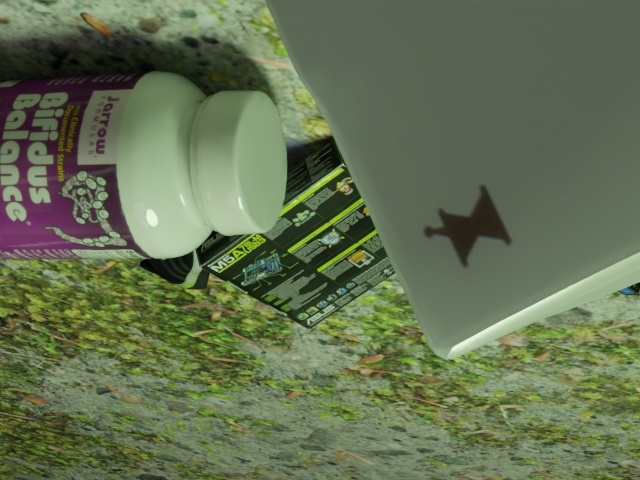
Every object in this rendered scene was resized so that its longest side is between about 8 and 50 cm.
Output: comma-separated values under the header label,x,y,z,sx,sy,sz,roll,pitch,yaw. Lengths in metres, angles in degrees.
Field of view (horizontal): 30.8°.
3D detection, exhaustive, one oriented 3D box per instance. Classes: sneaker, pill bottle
label,x,y,z,sx,sy,sz,roll,pitch,yaw
sneaker,-0.163,-0.002,1.282,0.097,0.084,0.234,13,154,-5
pill bottle,-0.191,-0.067,1.054,0.302,0.169,0.169,-1,153,19

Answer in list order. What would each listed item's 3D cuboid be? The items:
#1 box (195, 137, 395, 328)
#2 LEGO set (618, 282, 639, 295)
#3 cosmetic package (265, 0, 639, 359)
label,x,y,z,sx,sy,sz,roll,pitch,yaw
box,0.000,0.000,1.200,0.191,0.045,0.184,-35,135,22
LEGO set,0.342,-0.005,1.191,0.182,0.060,0.244,9,157,28
cosmetic package,0.176,-0.124,0.494,0.161,0.230,0.453,-31,169,37
